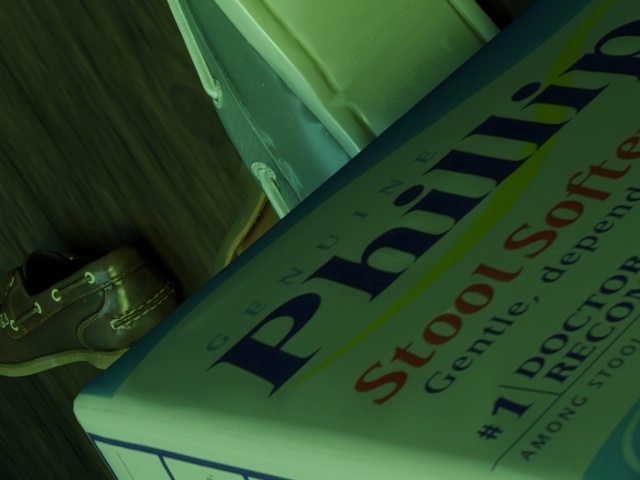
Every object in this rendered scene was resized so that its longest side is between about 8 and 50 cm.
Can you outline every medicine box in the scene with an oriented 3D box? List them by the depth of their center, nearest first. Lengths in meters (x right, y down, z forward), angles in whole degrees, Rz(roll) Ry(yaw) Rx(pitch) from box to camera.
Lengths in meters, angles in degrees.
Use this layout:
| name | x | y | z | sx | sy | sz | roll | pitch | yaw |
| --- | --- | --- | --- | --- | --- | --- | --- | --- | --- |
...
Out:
| name | x | y | z | sx | sy | sz | roll | pitch | yaw |
| --- | --- | --- | --- | --- | --- | --- | --- | --- | --- |
| medicine box | 0.121 | 0.035 | 0.572 | 0.289 | 0.263 | 0.149 | 3 | 129 | 54 |

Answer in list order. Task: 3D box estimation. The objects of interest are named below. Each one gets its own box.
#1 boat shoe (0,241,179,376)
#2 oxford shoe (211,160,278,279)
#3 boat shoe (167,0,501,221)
| name | x | y | z | sx | sy | sz | roll | pitch | yaw |
| --- | --- | --- | --- | --- | --- | --- | --- | --- | --- |
| boat shoe | -0.154 | 0.036 | 1.207 | 0.207 | 0.073 | 0.073 | -11 | 116 | 52 |
| oxford shoe | 0.000 | 0.000 | 0.926 | 0.076 | 0.076 | 0.212 | 33 | 151 | 10 |
| boat shoe | 0.036 | -0.026 | 0.801 | 0.319 | 0.116 | 0.099 | 57 | 161 | -9 |
